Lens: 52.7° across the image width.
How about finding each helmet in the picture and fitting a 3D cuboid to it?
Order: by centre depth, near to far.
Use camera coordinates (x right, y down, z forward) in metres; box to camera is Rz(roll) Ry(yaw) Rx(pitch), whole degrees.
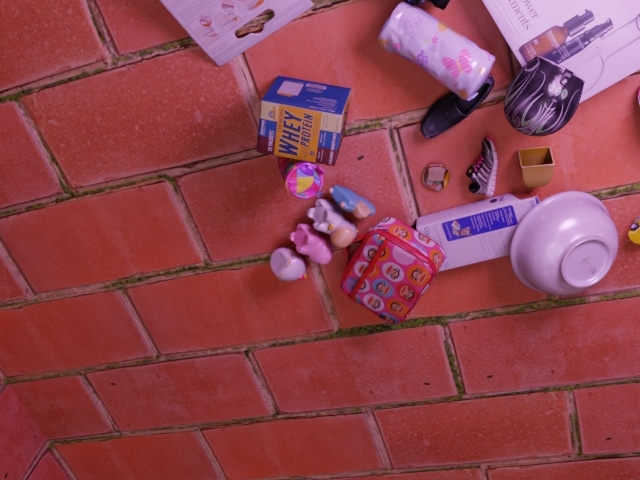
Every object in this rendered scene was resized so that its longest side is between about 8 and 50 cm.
[{"bbox_3d":[0.493,-0.313,1.449,0.170,0.169,0.161,27,108,-7],"label":"helmet"}]

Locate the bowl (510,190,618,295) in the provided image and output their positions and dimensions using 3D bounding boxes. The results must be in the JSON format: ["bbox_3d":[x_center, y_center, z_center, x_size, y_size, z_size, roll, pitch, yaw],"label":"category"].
[{"bbox_3d":[0.660,0.032,1.688,0.298,0.134,0.297,-4,115,-10],"label":"bowl"}]

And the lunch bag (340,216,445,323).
[{"bbox_3d":[0.186,0.076,1.844,0.258,0.120,0.293,33,132,7],"label":"lunch bag"}]

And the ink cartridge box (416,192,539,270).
[{"bbox_3d":[0.447,-0.026,1.789,0.333,0.065,0.165,-14,118,19],"label":"ink cartridge box"}]

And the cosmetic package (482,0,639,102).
[{"bbox_3d":[0.559,-0.509,1.454,0.285,0.097,0.377,-31,111,23],"label":"cosmetic package"}]

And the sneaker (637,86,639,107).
[{"bbox_3d":[0.863,-0.261,1.548,0.121,0.112,0.299,-42,94,8],"label":"sneaker"}]

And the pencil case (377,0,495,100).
[{"bbox_3d":[0.266,-0.439,1.502,0.273,0.113,0.124,34,119,6],"label":"pencil case"}]

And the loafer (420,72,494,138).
[{"bbox_3d":[0.336,-0.333,1.610,0.076,0.078,0.223,41,119,-15],"label":"loafer"}]

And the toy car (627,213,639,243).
[{"bbox_3d":[0.900,-0.113,1.660,0.239,0.053,0.224,-15,117,18],"label":"toy car"}]

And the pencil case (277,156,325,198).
[{"bbox_3d":[-0.052,-0.182,1.682,0.105,0.236,0.104,-4,112,-10],"label":"pencil case"}]

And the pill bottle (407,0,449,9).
[{"bbox_3d":[0.197,-0.603,1.443,0.219,0.122,0.122,23,122,-5],"label":"pill bottle"}]

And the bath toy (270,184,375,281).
[{"bbox_3d":[0.000,0.000,1.855,0.129,0.151,0.348,8,135,-48],"label":"bath toy"}]

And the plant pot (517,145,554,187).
[{"bbox_3d":[0.554,-0.183,1.666,0.082,0.081,0.083,-5,132,13],"label":"plant pot"}]

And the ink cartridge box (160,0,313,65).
[{"bbox_3d":[-0.246,-0.648,1.540,0.308,0.091,0.385,-26,130,23],"label":"ink cartridge box"}]

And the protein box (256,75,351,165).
[{"bbox_3d":[-0.038,-0.304,1.622,0.200,0.201,0.135,11,123,3],"label":"protein box"}]

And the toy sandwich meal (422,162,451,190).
[{"bbox_3d":[0.313,-0.170,1.743,0.086,0.029,0.085,5,122,7],"label":"toy sandwich meal"}]

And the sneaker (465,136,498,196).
[{"bbox_3d":[0.420,-0.189,1.692,0.075,0.063,0.170,-3,126,5],"label":"sneaker"}]
